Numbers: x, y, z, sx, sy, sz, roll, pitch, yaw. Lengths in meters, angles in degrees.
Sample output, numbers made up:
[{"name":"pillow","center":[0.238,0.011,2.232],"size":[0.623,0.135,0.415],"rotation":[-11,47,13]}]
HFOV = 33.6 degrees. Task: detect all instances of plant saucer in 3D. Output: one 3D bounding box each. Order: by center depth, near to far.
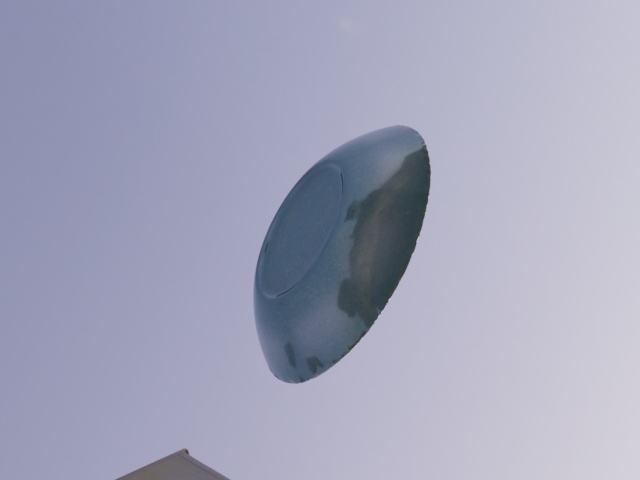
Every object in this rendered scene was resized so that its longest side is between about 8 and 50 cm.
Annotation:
[{"name":"plant saucer","center":[0.000,0.000,0.719],"size":[0.037,0.195,0.195],"rotation":[28,-116,-24]}]

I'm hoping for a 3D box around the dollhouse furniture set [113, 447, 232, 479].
[{"name":"dollhouse furniture set","center":[-0.188,0.565,1.656],"size":[0.362,0.256,0.394],"rotation":[-20,-75,-28]}]
